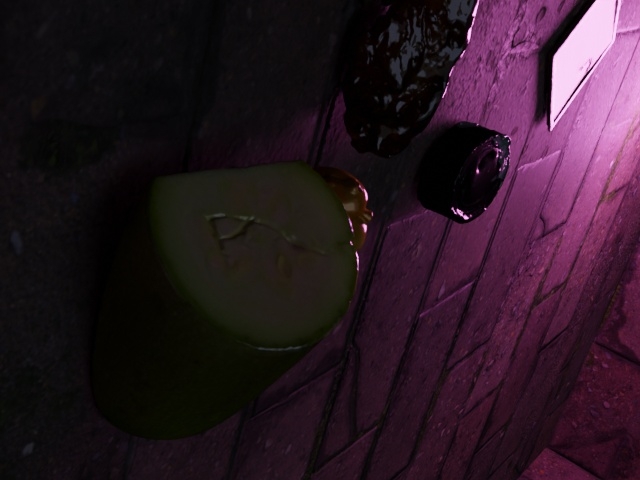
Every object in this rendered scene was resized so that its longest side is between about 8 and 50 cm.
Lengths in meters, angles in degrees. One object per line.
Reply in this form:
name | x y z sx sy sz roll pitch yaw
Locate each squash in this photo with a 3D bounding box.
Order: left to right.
squash | -0.126 0.085 0.986 0.233 0.210 0.309 -13 163 -39

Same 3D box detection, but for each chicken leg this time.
chicken leg | 0.108 -0.286 1.073 0.157 0.096 0.407 -11 126 -34

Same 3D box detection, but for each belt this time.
belt | 0.231 -0.112 1.469 0.198 0.078 0.151 -23 131 -49

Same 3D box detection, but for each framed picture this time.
framed picture | 0.499 -0.367 1.768 0.273 0.016 0.216 -51 151 -21

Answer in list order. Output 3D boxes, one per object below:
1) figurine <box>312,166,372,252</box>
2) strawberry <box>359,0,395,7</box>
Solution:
figurine | 0.000 0.000 1.117 0.246 0.131 0.156 80 6 -51
strawberry | 0.083 -0.364 0.796 0.238 0.249 0.289 123 -32 -68
